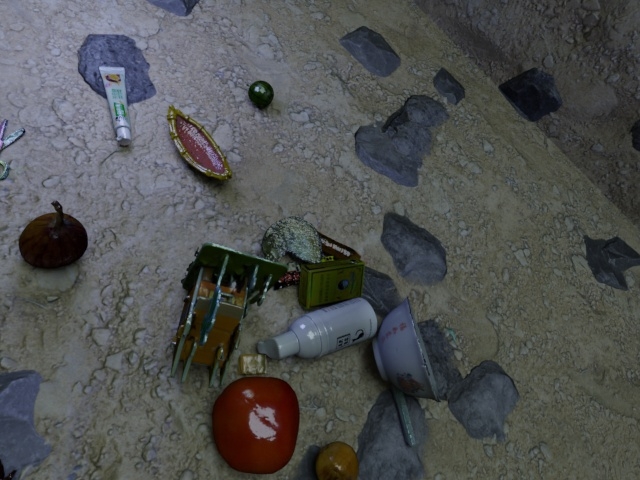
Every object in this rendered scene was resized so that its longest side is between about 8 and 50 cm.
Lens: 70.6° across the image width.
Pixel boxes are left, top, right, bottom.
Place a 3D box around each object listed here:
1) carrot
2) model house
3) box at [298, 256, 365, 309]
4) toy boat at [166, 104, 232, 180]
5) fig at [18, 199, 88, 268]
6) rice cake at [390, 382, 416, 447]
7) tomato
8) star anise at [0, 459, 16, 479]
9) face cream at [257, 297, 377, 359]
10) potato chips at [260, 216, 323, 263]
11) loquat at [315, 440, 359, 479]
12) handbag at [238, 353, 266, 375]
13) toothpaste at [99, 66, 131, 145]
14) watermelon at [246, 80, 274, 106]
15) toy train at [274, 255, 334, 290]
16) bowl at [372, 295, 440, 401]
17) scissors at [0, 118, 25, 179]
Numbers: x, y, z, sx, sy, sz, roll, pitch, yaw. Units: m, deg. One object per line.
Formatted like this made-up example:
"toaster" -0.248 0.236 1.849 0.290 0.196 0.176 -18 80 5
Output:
"carrot" 0.000 0.000 1.601 0.314 0.066 0.066 30 57 -11
"model house" -0.253 0.217 1.188 0.243 0.358 0.312 17 59 -22
"box" 0.040 0.141 1.512 0.220 0.064 0.141 -6 110 -31
"toy boat" -0.409 -0.313 1.521 0.318 0.099 0.141 50 52 5
"fig" -0.687 -0.007 1.193 0.149 0.202 0.148 -8 82 -67
"rice cake" 0.273 0.569 1.490 0.033 0.033 0.207 -3 69 -30
"tomato" -0.167 0.489 1.214 0.260 0.180 0.259 12 55 -18
"star anise" -0.719 0.516 0.985 0.097 0.070 0.190 -31 81 -32
"face cream" -0.008 0.293 1.408 0.370 0.145 0.145 -14 74 -31
"potato chips" -0.097 0.014 1.515 0.220 0.029 0.202 -10 70 -26
"loquat" 0.049 0.650 1.296 0.137 0.113 0.137 35 40 -36
"handbag" -0.201 0.369 1.344 0.083 0.027 0.061 7 63 -26
"toothpaste" -0.663 -0.450 1.484 0.058 0.056 0.314 27 41 -63
"watermelon" -0.231 -0.564 1.727 0.109 0.109 0.109 11 62 -22
"toy train" -0.058 0.107 1.528 0.250 0.053 0.085 -10 63 -29
"bowl" 0.262 0.367 1.471 0.157 0.345 0.345 -17 71 11
"scissors" -0.917 -0.264 1.279 0.134 0.020 0.187 28 59 -17
